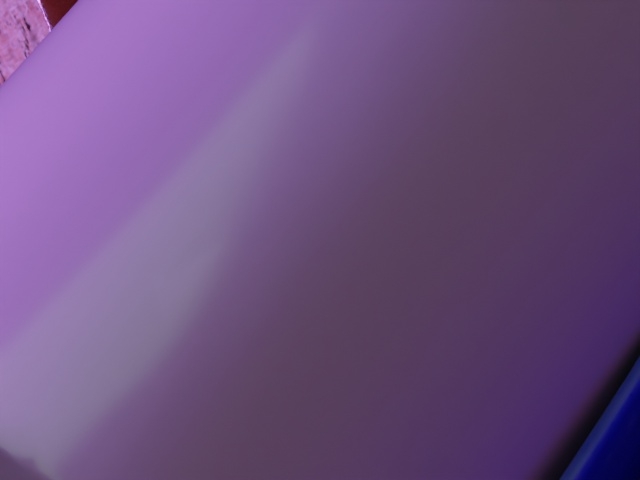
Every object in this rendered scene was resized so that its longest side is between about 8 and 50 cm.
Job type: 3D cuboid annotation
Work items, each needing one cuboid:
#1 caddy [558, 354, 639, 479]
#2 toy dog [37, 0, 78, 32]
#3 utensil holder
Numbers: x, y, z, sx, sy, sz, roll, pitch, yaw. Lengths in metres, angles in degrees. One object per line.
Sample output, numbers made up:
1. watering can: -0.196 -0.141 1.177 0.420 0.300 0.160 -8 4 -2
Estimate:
1. caddy: 0.213 0.132 0.483 0.241 0.179 0.341 27 72 29
2. toy dog: -0.082 -0.141 0.823 0.220 0.161 0.334 25 77 38
3. utensil holder: 0.000 0.000 0.609 0.327 0.327 0.385 30 77 37
